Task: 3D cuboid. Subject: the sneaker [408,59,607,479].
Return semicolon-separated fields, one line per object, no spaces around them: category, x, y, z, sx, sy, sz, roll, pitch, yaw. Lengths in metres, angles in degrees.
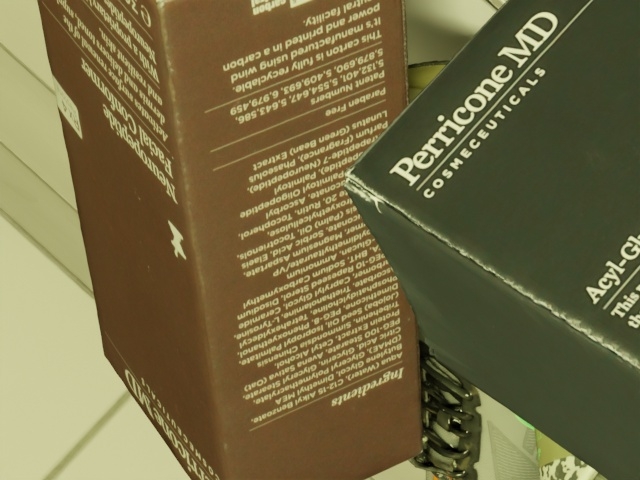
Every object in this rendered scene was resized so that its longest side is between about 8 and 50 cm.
sneaker;0.151;0.056;1.010;0.410;0.182;0.158;37;166;24

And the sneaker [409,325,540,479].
sneaker;0.100;0.110;1.193;0.100;0.108;0.271;39;164;37

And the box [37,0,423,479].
box;-0.050;-0.042;1.065;0.191;0.143;0.381;47;154;43

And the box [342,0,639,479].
box;0.165;-0.042;0.479;0.184;0.261;0.103;35;165;32
